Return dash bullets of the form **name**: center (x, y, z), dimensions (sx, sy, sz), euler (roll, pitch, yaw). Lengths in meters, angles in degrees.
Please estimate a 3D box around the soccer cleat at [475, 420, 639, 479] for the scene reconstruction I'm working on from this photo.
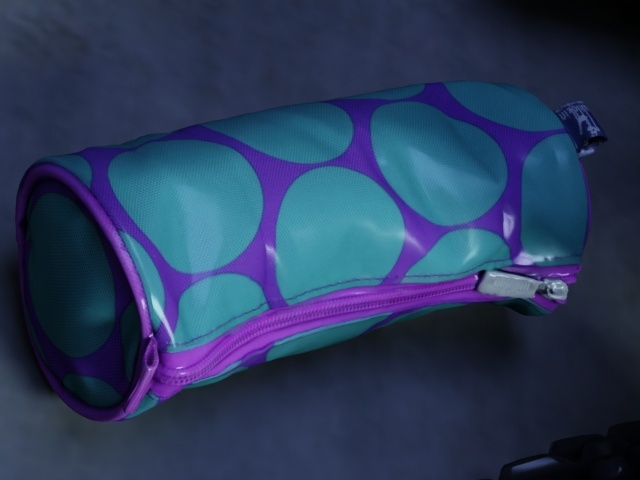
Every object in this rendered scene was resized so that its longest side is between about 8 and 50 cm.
- **soccer cleat**: center (0.044, 0.131, 0.396), dimensions (0.318, 0.109, 0.116), euler (-29, 105, -49)

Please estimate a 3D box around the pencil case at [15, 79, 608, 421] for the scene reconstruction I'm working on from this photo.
- **pencil case**: center (0.000, 0.000, 0.470), dimensions (0.152, 0.064, 0.070), euler (-13, 49, -35)
